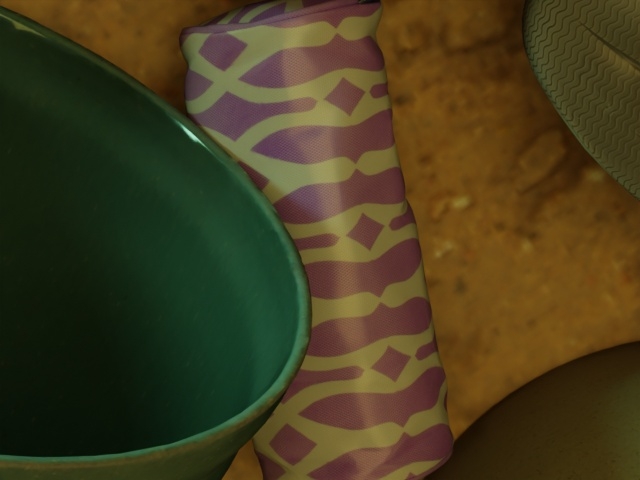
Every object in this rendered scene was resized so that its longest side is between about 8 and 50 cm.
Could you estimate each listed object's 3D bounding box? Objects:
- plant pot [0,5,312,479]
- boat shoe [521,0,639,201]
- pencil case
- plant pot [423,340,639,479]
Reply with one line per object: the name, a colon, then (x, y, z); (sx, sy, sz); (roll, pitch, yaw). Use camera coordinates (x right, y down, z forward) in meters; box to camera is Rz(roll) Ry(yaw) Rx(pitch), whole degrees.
plant pot: (-0.174, 0.053, 0.661); (0.293, 0.293, 0.196); (21, 116, -10)
boat shoe: (0.220, -0.048, 0.777); (0.324, 0.116, 0.123); (23, 111, -17)
pencil case: (0.000, 0.000, 0.765); (0.086, 0.088, 0.206); (-5, 98, 23)
plant pot: (0.171, 0.190, 0.753); (0.284, 0.191, 0.284); (-1, 95, -9)
